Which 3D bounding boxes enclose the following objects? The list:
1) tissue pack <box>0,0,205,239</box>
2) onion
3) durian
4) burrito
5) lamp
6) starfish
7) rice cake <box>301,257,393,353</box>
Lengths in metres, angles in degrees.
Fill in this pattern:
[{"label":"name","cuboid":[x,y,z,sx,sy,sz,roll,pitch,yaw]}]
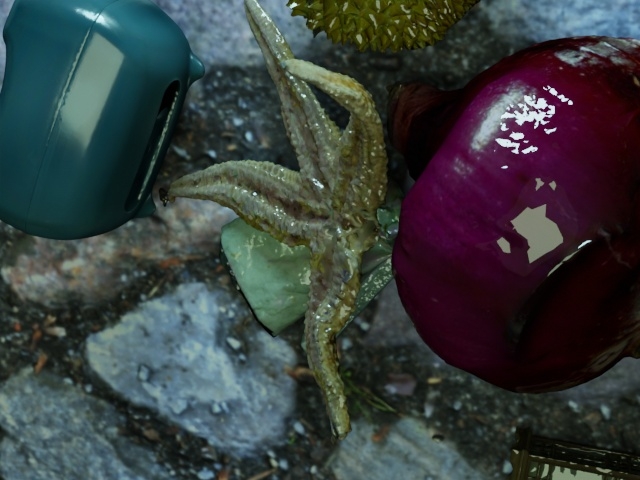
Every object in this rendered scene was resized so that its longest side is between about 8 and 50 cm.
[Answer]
[{"label":"tissue pack","cuboid":[-0.266,-0.143,1.961,0.206,0.198,0.287,23,105,9]},{"label":"onion","cuboid":[0.209,-0.072,1.830,0.420,0.398,0.398,45,110,28]},{"label":"durian","cuboid":[0.069,-0.348,1.828,0.258,0.258,0.293,11,66,8]},{"label":"burrito","cuboid":[0.000,0.000,1.999,0.229,0.089,0.144,-30,87,22]},{"label":"lamp","cuboid":[0.377,0.295,2.000,0.325,0.090,0.089,11,104,7]},{"label":"starfish","cuboid":[-0.031,-0.049,1.882,0.384,0.132,0.398,42,137,34]},{"label":"rice cake","cuboid":[0.050,0.059,2.035,0.033,0.033,0.207,39,107,-11]}]
